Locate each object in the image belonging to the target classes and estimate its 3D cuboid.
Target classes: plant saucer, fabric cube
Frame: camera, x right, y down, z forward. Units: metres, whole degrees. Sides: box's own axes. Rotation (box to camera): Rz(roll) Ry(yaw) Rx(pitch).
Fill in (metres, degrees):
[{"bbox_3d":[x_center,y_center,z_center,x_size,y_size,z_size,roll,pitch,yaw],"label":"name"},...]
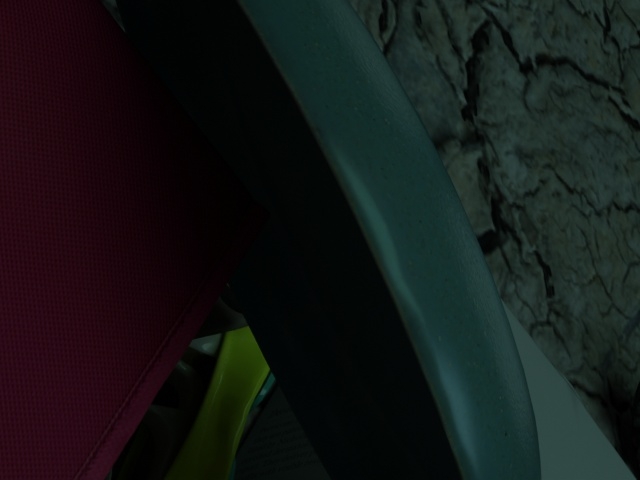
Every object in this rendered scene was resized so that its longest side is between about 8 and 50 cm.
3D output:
[{"bbox_3d":[0.000,0.000,0.575,0.043,0.317,0.318,-25,94,-12],"label":"plant saucer"},{"bbox_3d":[-0.224,0.003,0.471,0.258,0.259,0.254,52,42,-22],"label":"fabric cube"}]

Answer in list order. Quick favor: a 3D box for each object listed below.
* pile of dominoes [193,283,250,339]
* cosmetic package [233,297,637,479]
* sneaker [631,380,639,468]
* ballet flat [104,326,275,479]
[{"bbox_3d":[-0.065,-0.047,0.781,0.251,0.040,0.196,-12,60,-49],"label":"pile of dominoes"},{"bbox_3d":[0.047,0.152,0.791,0.151,0.151,0.184,53,43,-20],"label":"cosmetic package"},{"bbox_3d":[0.320,0.182,1.131,0.276,0.097,0.135,57,41,-17],"label":"sneaker"},{"bbox_3d":[-0.070,0.085,0.753,0.077,0.077,0.231,35,52,-22],"label":"ballet flat"}]
